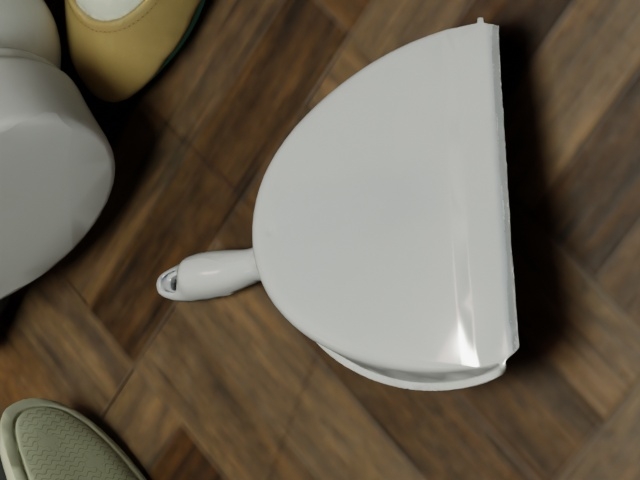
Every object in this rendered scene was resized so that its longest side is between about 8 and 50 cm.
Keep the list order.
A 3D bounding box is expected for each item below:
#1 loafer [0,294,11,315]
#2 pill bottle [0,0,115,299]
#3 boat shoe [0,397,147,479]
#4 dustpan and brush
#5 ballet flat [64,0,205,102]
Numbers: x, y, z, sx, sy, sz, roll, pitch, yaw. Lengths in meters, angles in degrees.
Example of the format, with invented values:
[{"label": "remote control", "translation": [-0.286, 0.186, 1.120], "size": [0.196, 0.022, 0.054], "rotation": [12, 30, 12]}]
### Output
[{"label": "loafer", "translation": [-0.211, -0.013, 0.994], "size": [0.170, 0.062, 0.061], "rotation": [40, 92, 26]}, {"label": "pill bottle", "translation": [-0.224, -0.109, 0.922], "size": [0.161, 0.161, 0.283], "rotation": [-50, 60, 28]}, {"label": "boat shoe", "translation": [-0.097, 0.180, 0.887], "size": [0.079, 0.084, 0.233], "rotation": [-44, 68, 33]}, {"label": "dustpan and brush", "translation": [0.000, 0.000, 0.832], "size": [0.211, 0.060, 0.147], "rotation": [-11, 74, 31]}, {"label": "ballet flat", "translation": [-0.072, -0.165, 0.864], "size": [0.080, 0.073, 0.232], "rotation": [43, 116, 29]}]
